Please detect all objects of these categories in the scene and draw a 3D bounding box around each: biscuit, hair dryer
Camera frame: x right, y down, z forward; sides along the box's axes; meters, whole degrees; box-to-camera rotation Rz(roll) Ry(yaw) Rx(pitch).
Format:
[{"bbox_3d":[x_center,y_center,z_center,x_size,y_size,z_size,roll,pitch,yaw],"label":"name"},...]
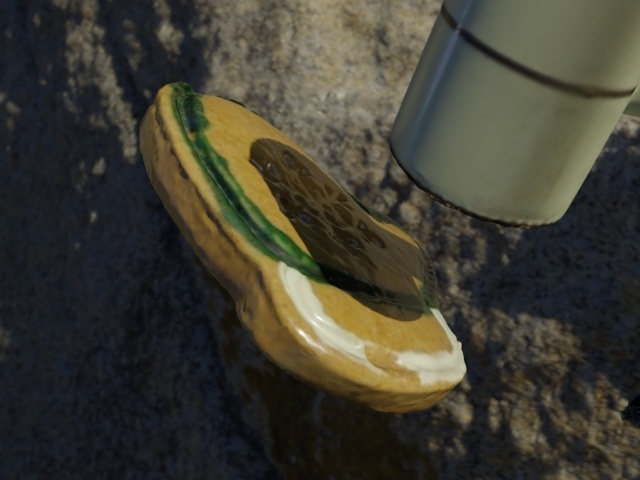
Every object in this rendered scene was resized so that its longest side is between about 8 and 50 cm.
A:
[{"bbox_3d":[0.001,-0.001,0.823,0.057,0.287,0.344,-50,49,19],"label":"biscuit"},{"bbox_3d":[0.237,-0.107,0.674,0.203,0.362,0.128,-68,29,29],"label":"hair dryer"}]

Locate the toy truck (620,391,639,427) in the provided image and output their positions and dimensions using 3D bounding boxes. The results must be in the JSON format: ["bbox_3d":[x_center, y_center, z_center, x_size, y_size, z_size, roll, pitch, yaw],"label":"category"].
[{"bbox_3d":[0.304,0.157,0.823,0.154,0.078,0.080,-98,17,-54],"label":"toy truck"}]
